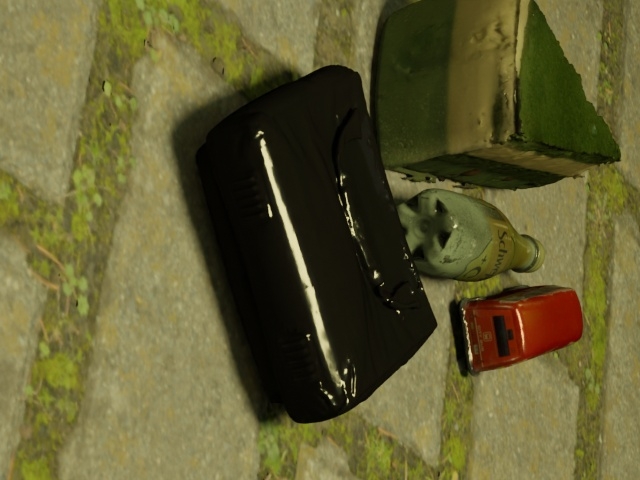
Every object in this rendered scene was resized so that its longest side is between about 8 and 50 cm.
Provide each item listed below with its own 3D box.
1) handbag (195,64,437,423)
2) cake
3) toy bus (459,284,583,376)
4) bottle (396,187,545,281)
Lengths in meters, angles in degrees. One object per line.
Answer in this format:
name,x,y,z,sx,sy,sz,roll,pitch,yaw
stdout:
handbag,0.000,0.000,1.710,0.244,0.088,0.275,-34,107,-59
cake,0.182,-0.148,1.974,0.284,0.158,0.172,9,73,-58
toy bus,0.207,0.085,2.023,0.174,0.077,0.079,-10,91,-58
bottle,0.157,0.001,1.962,0.270,0.083,0.083,10,73,-60
